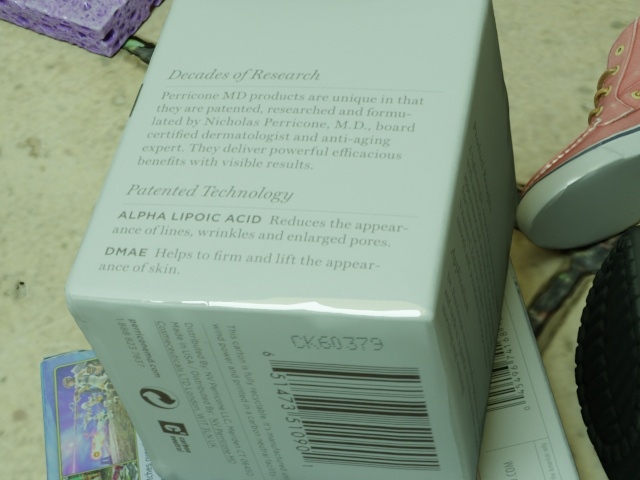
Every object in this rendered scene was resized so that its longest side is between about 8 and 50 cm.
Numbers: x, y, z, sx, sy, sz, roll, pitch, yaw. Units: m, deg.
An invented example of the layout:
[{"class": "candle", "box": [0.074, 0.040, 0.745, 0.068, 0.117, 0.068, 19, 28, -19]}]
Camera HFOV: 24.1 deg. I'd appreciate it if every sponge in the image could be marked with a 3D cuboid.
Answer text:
[{"class": "sponge", "box": [-0.130, -0.219, 1.032, 0.117, 0.031, 0.210, 22, 60, 27]}]

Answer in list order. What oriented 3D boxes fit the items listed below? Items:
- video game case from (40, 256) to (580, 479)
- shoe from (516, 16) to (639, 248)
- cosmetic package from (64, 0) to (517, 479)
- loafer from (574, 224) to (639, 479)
[{"class": "video game case", "box": [0.001, 0.148, 0.691, 0.244, 0.061, 0.269, -12, 50, 1]}, {"class": "shoe", "box": [0.170, -0.065, 0.820, 0.178, 0.063, 0.081, -29, 52, -9]}, {"class": "cosmetic package", "box": [0.000, 0.000, 0.673, 0.152, 0.151, 0.183, 2, 51, 15]}, {"class": "loafer", "box": [0.176, 0.094, 0.697, 0.078, 0.080, 0.220, 3, 59, -14]}]
